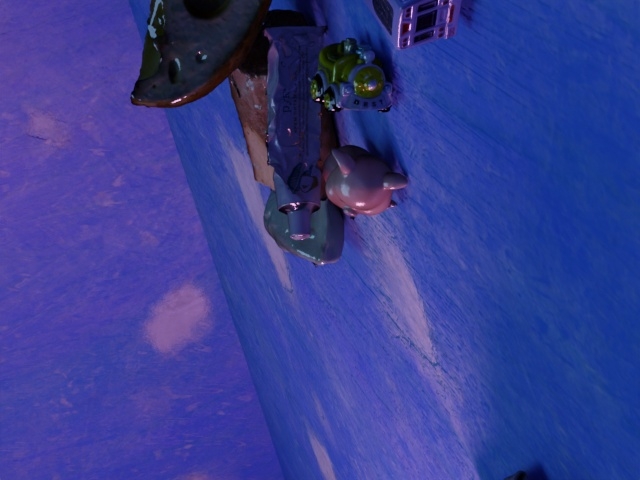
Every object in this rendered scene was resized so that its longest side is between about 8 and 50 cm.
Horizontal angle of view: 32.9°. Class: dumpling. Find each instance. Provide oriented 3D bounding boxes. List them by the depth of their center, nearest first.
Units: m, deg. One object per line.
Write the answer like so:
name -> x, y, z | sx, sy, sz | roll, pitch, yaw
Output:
dumpling -> -0.029, -0.044, 1.604 | 0.217, 0.105, 0.149 | -130, 21, -57

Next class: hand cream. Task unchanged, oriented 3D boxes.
hand cream -> -0.027, -0.129, 1.303 | 0.050, 0.084, 0.257 | 178, 88, -68

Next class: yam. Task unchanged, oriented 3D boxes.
yam -> -0.046, -0.171, 1.423 | 0.128, 0.129, 0.238 | -73, -21, -46

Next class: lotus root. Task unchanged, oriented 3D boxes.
lotus root -> -0.127, -0.306, 1.298 | 0.210, 0.142, 0.314 | -91, 18, -64

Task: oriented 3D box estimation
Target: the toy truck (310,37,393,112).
toy truck -> 0.037, -0.179, 1.175 | 0.111, 0.076, 0.077 | -136, 46, -61

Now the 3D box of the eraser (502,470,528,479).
eraser -> 0.229, 0.381, 1.286 | 0.171, 0.087, 0.290 | 61, 168, 18

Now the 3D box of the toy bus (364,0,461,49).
toy bus -> 0.058, -0.245, 0.925 | 0.073, 0.076, 0.167 | 88, 156, -59

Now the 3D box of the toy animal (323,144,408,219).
toy animal -> 0.042, -0.076, 1.295 | 0.150, 0.083, 0.089 | -144, 45, -70

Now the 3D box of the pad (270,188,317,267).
pad -> -0.058, -0.061, 1.956 | 0.211, 0.003, 0.143 | -125, 17, -46
